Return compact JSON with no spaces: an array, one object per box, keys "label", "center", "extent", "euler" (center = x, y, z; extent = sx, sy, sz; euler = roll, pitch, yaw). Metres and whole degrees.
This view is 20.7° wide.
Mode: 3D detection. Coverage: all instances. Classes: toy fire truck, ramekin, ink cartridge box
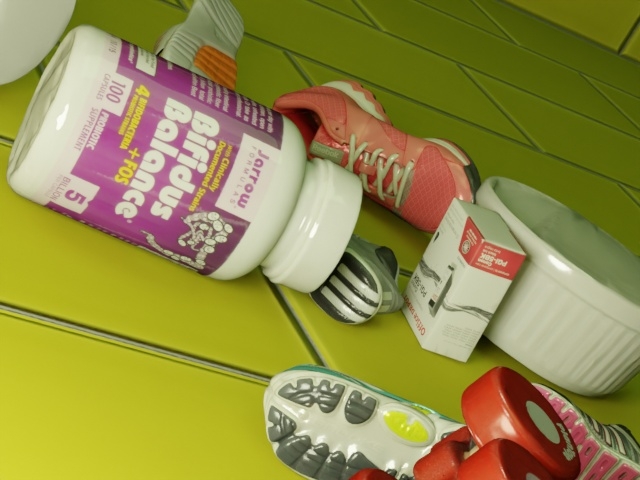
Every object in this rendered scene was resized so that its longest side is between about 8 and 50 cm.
[{"label":"toy fire truck","center":[0.143,0.255,1.235],"extent":[0.254,0.169,0.302],"euler":[47,17,-10]},{"label":"ramekin","center":[0.258,0.056,1.911],"extent":[0.273,0.127,0.273],"euler":[32,16,-10]},{"label":"ink cartridge box","center":[0.142,0.040,1.790],"extent":[0.056,0.135,0.099],"euler":[18,21,-23]}]

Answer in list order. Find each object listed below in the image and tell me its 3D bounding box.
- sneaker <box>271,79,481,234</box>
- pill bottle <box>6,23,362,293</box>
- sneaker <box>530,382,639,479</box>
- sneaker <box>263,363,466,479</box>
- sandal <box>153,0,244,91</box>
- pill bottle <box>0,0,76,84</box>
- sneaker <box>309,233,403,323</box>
[{"label":"sneaker","center":[0.055,-0.091,2.082],"extent":[0.136,0.116,0.314],"euler":[-5,31,-43]},{"label":"pill bottle","center":[-0.120,-0.064,1.609],"extent":[0.301,0.169,0.169],"euler":[24,20,-17]},{"label":"sneaker","center":[0.257,0.196,1.679],"extent":[0.170,0.063,0.075],"euler":[38,20,7]},{"label":"sneaker","center":[0.083,0.172,1.424],"extent":[0.275,0.107,0.110],"euler":[29,9,-4]},{"label":"sandal","center":[-0.152,-0.218,2.102],"extent":[0.102,0.076,0.265],"euler":[48,26,-17]},{"label":"pill bottle","center":[-0.412,-0.304,1.760],"extent":[0.334,0.188,0.188],"euler":[37,20,18]},{"label":"sneaker","center":[0.000,0.000,1.785],"extent":[0.228,0.086,0.132],"euler":[50,20,22]}]
